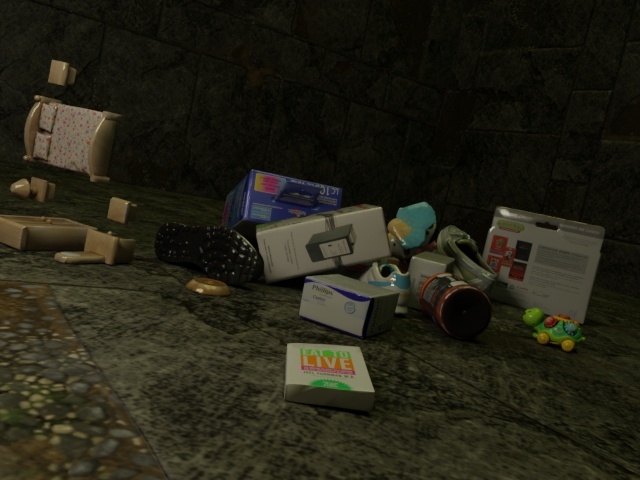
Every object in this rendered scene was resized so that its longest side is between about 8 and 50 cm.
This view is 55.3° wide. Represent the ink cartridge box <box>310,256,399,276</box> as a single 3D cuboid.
[{"bbox_3d":[0.065,0.054,1.568,0.234,0.088,0.193,12,4,-8],"label":"ink cartridge box"}]

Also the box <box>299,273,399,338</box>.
[{"bbox_3d":[0.051,0.110,1.056,0.126,0.072,0.137,15,6,27],"label":"box"}]

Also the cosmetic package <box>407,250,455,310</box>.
[{"bbox_3d":[0.257,0.094,1.443,0.085,0.117,0.231,15,5,15],"label":"cosmetic package"}]

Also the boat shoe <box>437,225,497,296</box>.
[{"bbox_3d":[0.417,0.048,1.724,0.118,0.103,0.320,23,28,-16],"label":"boat shoe"}]

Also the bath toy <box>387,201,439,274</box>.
[{"bbox_3d":[0.259,0.029,1.677,0.151,0.129,0.348,-18,-25,6],"label":"bath toy"}]

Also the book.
[{"bbox_3d":[0.006,0.158,0.717,0.096,0.035,0.144,8,7,-4],"label":"book"}]

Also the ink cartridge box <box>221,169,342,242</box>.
[{"bbox_3d":[-0.111,-0.082,1.749,0.269,0.151,0.395,10,-9,-18],"label":"ink cartridge box"}]

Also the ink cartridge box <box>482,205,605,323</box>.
[{"bbox_3d":[0.633,0.063,1.760,0.309,0.272,0.130,15,7,25],"label":"ink cartridge box"}]

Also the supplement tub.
[{"bbox_3d":[0.258,0.122,1.215,0.106,0.106,0.198,11,6,-7],"label":"supplement tub"}]

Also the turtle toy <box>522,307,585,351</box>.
[{"bbox_3d":[0.489,0.185,1.284,0.130,0.066,0.095,15,6,28],"label":"turtle toy"}]

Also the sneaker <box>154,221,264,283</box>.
[{"bbox_3d":[-0.204,0.022,1.261,0.283,0.107,0.124,16,1,36],"label":"sneaker"}]

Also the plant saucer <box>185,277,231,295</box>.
[{"bbox_3d":[-0.199,0.081,1.095,0.083,0.015,0.083,12,6,-1],"label":"plant saucer"}]

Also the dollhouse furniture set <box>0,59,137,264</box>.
[{"bbox_3d":[-0.486,-0.160,1.149,0.303,0.356,0.173,16,7,27],"label":"dollhouse furniture set"}]

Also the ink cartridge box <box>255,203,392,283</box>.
[{"bbox_3d":[0.000,0.000,1.356,0.272,0.115,0.198,-12,7,-5],"label":"ink cartridge box"}]

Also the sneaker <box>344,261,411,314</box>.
[{"bbox_3d":[0.124,0.090,1.315,0.087,0.092,0.228,7,6,-27],"label":"sneaker"}]

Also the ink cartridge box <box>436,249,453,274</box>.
[{"bbox_3d":[0.391,0.087,1.927,0.154,0.093,0.212,11,4,-9],"label":"ink cartridge box"}]
